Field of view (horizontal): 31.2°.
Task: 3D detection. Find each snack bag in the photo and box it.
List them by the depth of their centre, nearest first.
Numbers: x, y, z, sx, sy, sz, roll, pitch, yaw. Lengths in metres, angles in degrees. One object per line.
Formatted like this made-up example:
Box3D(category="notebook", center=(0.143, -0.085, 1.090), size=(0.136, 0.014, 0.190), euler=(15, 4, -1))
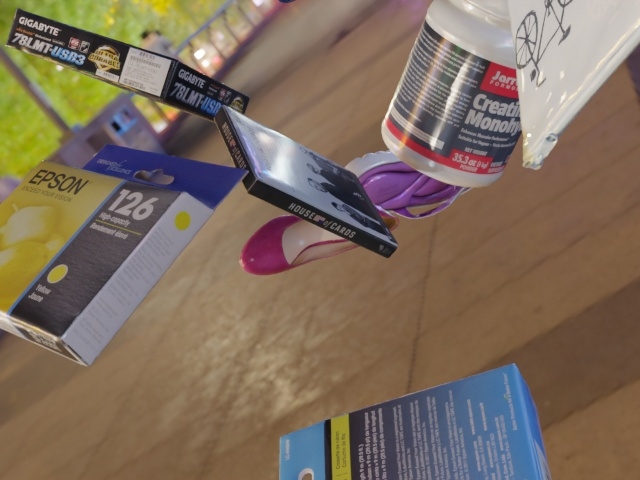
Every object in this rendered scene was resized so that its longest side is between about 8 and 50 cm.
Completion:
Box3D(category="snack bag", center=(0.259, -0.284, 1.105), size=(0.323, 0.037, 0.342), euler=(121, 152, -60))

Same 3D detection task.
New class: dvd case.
Box3D(category="dvd case", center=(-0.019, -0.076, 1.493), size=(0.029, 0.239, 0.179), euler=(-52, 37, 20))

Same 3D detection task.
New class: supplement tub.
Box3D(category="supplement tub", center=(0.215, -0.230, 1.611), size=(0.191, 0.191, 0.272), euler=(-67, -1, -63))

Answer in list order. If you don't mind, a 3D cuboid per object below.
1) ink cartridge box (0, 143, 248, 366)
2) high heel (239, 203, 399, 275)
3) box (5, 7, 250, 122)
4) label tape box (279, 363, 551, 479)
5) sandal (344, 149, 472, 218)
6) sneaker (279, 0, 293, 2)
Box3D(category="ink cartridge box", center=(-0.287, -0.014, 1.394), size=(0.303, 0.072, 0.307), euler=(13, 59, 44))
Box3D(category="high heel", center=(0.000, 0.000, 1.693), size=(0.244, 0.082, 0.117), euler=(-15, 13, -40))
Box3D(category="box", center=(-0.300, -0.272, 1.841), size=(0.073, 0.293, 0.295), euler=(-69, -19, 4))
Box3D(category="label tape box", center=(0.123, 0.328, 1.487), size=(0.348, 0.115, 0.249), euler=(-20, 37, 15))
Box3D(category="sandal", center=(0.206, -0.106, 2.123), size=(0.416, 0.102, 0.169), euler=(-19, -43, -31))
Box3D(category="sneaker", center=(-0.026, -0.537, 2.034), size=(0.090, 0.081, 0.232), euler=(46, 109, 35))
